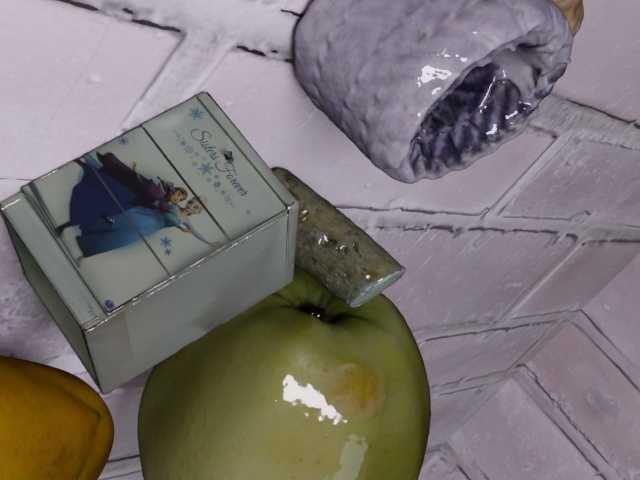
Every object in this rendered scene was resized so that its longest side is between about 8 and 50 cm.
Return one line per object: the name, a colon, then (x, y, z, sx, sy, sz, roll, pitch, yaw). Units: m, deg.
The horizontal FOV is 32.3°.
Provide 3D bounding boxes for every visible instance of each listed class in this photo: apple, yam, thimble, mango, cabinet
apple: (-0.034, 0.197, 1.275, 0.357, 0.357, 0.357, -33, 157, -16)
yam: (0.000, 0.000, 1.156, 0.078, 0.179, 0.078, -47, 168, -14)
thimble: (0.109, -0.171, 1.031, 0.245, 0.157, 0.217, -16, 149, -46)
mango: (-0.347, 0.210, 0.936, 0.300, 0.232, 0.446, -36, 171, 21)
cabinet: (-0.147, 0.002, 0.971, 0.206, 0.145, 0.150, -31, 157, -20)

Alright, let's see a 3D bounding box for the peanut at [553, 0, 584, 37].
peanut: (0.236, -0.262, 1.138, 0.086, 0.104, 0.228, 0, 160, 9)
